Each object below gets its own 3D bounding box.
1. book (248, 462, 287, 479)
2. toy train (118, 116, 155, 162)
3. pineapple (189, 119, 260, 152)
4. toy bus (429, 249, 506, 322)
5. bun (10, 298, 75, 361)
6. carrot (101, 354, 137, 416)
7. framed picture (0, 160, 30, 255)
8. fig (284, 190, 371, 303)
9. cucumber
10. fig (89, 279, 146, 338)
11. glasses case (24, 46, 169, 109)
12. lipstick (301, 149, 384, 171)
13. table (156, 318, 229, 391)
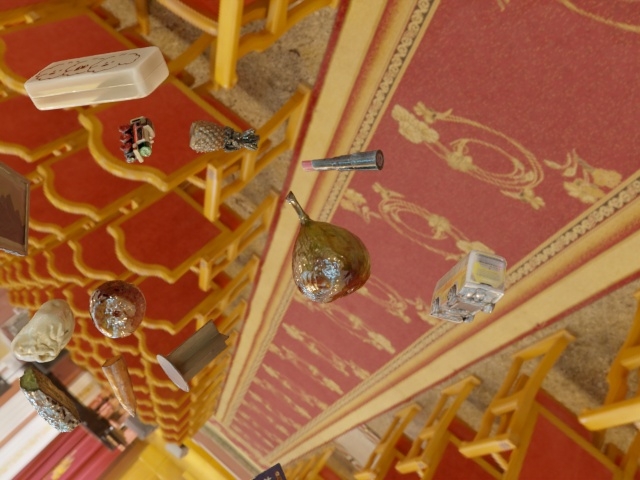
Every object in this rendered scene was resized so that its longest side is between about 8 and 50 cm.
[{"bbox_3d":[-0.224,0.899,1.765,0.018,0.322,0.228,-27,84,58],"label":"book"},{"bbox_3d":[-0.466,-0.255,1.398,0.050,0.087,0.138,75,177,-53],"label":"toy train"},{"bbox_3d":[-0.213,-0.231,1.239,0.074,0.159,0.074,-2,87,60],"label":"pineapple"},{"bbox_3d":[0.297,0.103,1.132,0.092,0.106,0.268,14,161,1],"label":"toy bus"},{"bbox_3d":[-0.883,0.306,1.773,0.133,0.231,0.231,38,150,-6],"label":"bun"},{"bbox_3d":[-0.622,0.466,1.729,0.072,0.072,0.205,-7,104,53],"label":"carrot"},{"bbox_3d":[-0.692,-0.075,1.188,0.265,0.018,0.192,129,138,-79],"label":"framed picture"},{"bbox_3d":[0.000,0.000,1.461,0.320,0.217,0.217,64,153,13],"label":"fig"},{"bbox_3d":[-0.591,0.348,1.177,0.078,0.062,0.211,47,160,30],"label":"cucumber"},{"bbox_3d":[-0.578,0.175,1.543,0.202,0.148,0.149,42,146,37],"label":"fig"},{"bbox_3d":[-0.552,-0.400,1.354,0.337,0.144,0.076,-2,129,18],"label":"glasses case"},{"bbox_3d":[0.050,-0.206,1.440,0.234,0.053,0.053,2,132,31],"label":"lipstick"},{"bbox_3d":[-0.446,0.404,1.975,0.167,0.227,0.167,32,144,26],"label":"table"}]
